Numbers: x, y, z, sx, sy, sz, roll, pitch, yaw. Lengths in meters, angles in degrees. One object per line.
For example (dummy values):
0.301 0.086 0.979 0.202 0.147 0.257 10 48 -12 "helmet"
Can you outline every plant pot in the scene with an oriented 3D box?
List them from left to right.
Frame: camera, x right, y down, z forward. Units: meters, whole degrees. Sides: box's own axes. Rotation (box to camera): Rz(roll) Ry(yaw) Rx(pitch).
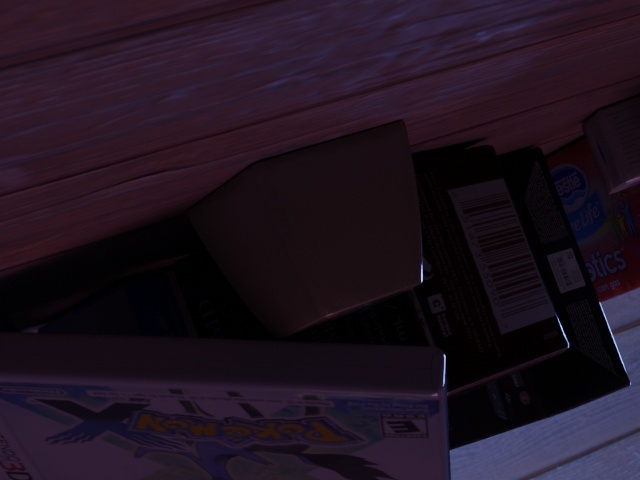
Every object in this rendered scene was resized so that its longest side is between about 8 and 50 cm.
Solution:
0.000 0.000 1.055 0.109 0.096 0.109 -18 175 -30 "plant pot"

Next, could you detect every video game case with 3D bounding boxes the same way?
-0.077 0.138 1.180 0.329 0.036 0.300 1 154 6 "video game case"

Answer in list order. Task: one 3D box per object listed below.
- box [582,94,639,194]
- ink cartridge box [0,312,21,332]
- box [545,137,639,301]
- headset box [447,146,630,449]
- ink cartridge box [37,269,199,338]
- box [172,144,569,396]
0.375 -0.124 1.420 0.324 0.067 0.063 -21 175 -7 "box"
-0.325 0.173 1.273 0.307 0.072 0.303 -17 157 3 "ink cartridge box"
0.293 -0.032 1.610 0.154 0.142 0.300 -18 174 -29 "box"
0.105 0.072 1.536 0.110 0.218 0.293 -15 173 -36 "headset box"
-0.108 0.068 1.409 0.190 0.082 0.139 -13 171 -40 "ink cartridge box"
0.037 0.047 1.282 0.203 0.168 0.167 -26 173 39 "box"
